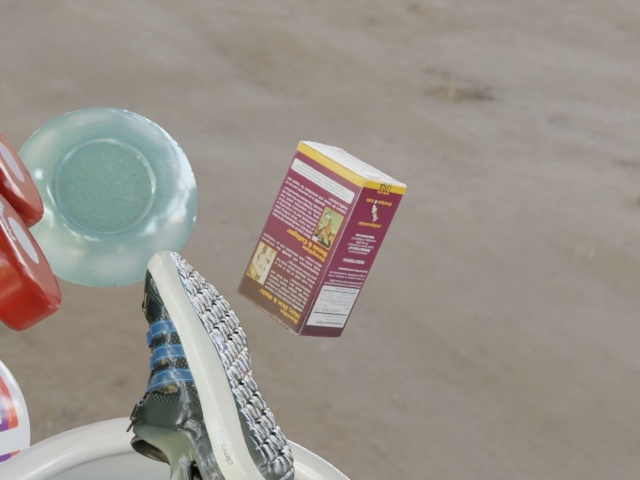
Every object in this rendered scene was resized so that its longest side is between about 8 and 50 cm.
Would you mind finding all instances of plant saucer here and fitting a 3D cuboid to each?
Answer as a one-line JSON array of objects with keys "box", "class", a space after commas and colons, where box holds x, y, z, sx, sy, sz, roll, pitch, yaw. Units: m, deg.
[{"box": [-0.219, -0.050, 1.704, 0.195, 0.195, 0.037, 0, -17, -11], "class": "plant saucer"}]

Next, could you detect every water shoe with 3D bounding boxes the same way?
[{"box": [-0.081, 0.083, 0.953, 0.080, 0.073, 0.203, -37, 39, 9], "class": "water shoe"}]

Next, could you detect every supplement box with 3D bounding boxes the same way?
[{"box": [0.000, 0.000, 1.830, 0.104, 0.188, 0.081, 32, 15, 36], "class": "supplement box"}]

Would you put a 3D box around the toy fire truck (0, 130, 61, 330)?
[{"box": [-0.321, -0.042, 1.159, 0.169, 0.254, 0.302, -30, 33, 2], "class": "toy fire truck"}]

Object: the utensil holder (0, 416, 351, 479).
[{"box": [-0.116, 0.371, 1.234, 0.327, 0.385, 0.327, 3, 44, -3], "class": "utensil holder"}]

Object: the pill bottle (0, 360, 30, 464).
[{"box": [-0.416, 0.191, 1.500, 0.181, 0.181, 0.323, 15, 10, 24], "class": "pill bottle"}]
